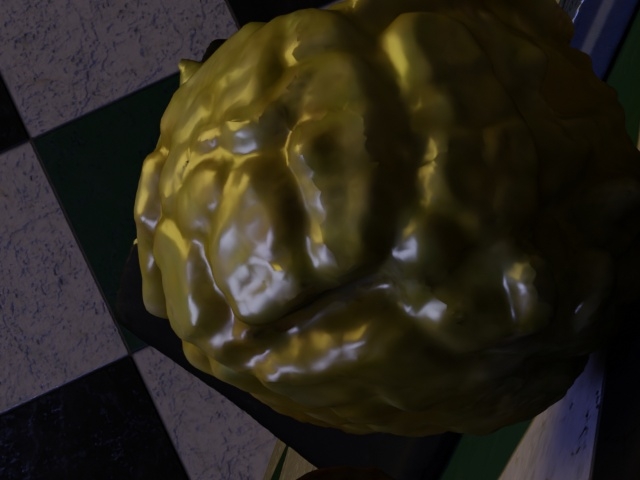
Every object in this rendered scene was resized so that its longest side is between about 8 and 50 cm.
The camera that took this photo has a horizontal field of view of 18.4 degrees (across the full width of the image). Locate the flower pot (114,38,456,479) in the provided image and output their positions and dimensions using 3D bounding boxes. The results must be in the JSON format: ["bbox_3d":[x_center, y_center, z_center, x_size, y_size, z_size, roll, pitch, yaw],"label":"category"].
[{"bbox_3d":[0.000,0.000,1.441,0.379,0.251,0.379,-162,90,-88],"label":"flower pot"}]

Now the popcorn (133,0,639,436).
[{"bbox_3d":[0.037,-0.021,0.918,0.249,0.249,0.225,119,145,-71],"label":"popcorn"}]

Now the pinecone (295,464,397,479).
[{"bbox_3d":[-0.007,0.174,0.561,0.309,0.244,0.244,-34,31,51],"label":"pinecone"}]

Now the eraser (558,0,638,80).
[{"bbox_3d":[0.191,-0.190,1.218,0.082,0.036,0.225,-80,11,-63],"label":"eraser"}]
